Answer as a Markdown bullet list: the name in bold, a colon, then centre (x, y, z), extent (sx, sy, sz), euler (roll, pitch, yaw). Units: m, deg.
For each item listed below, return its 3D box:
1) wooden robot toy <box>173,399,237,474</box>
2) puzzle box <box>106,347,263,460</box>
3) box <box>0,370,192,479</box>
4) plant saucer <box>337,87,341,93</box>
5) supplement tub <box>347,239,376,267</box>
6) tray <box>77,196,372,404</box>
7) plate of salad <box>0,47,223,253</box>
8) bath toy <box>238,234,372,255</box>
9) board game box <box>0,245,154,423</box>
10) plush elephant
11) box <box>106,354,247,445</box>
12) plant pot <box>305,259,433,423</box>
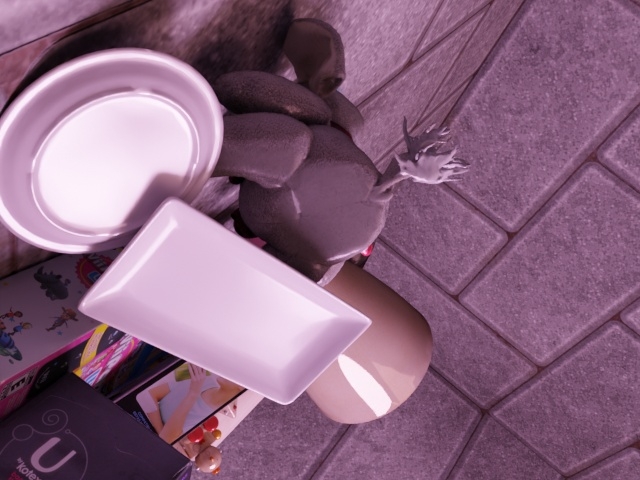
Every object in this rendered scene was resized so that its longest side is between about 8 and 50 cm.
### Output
- **wooden robot toy**: centre (-0.163, 0.285, 0.927), extent (0.173, 0.079, 0.076), euler (-32, -178, -34)
- **puzzle box**: centre (-0.223, 0.248, 1.202), extent (0.409, 0.272, 0.052), euler (-34, 120, -65)
- **box**: centre (-0.244, 0.295, 0.680), extent (0.143, 0.165, 0.270), euler (-40, 154, -48)
- **plant saucer**: centre (-0.044, -0.161, 1.029), extent (0.195, 0.037, 0.195), euler (-50, 173, -9)
- **supplement tub**: centre (0.000, 0.000, 1.394), extent (0.207, 0.207, 0.338), euler (-48, 172, -16)
- **tray**: centre (-0.086, 0.067, 0.687), extent (0.145, 0.270, 0.030), euler (-47, -145, 13)
- **plate of salad**: centre (-0.174, -0.072, 0.569), extent (0.200, 0.048, 0.200), euler (-26, 143, -22)
- **bath toy**: centre (-0.067, 0.025, 1.037), extent (0.348, 0.129, 0.151), euler (-28, -141, 20)
- **board game box**: centre (-0.287, 0.120, 0.754), extent (0.224, 0.097, 0.303), euler (-54, 172, 30)
- **plush elephant**: centre (-0.031, -0.094, 0.789), extent (0.330, 0.272, 0.255), euler (-19, -150, -4)
- **box**: centre (-0.191, 0.204, 0.925), extent (0.290, 0.087, 0.169), euler (-31, -179, -33)
- **plant pot**: centre (0.019, 0.133, 1.188), extent (0.256, 0.274, 0.256), euler (-24, -143, 20)
